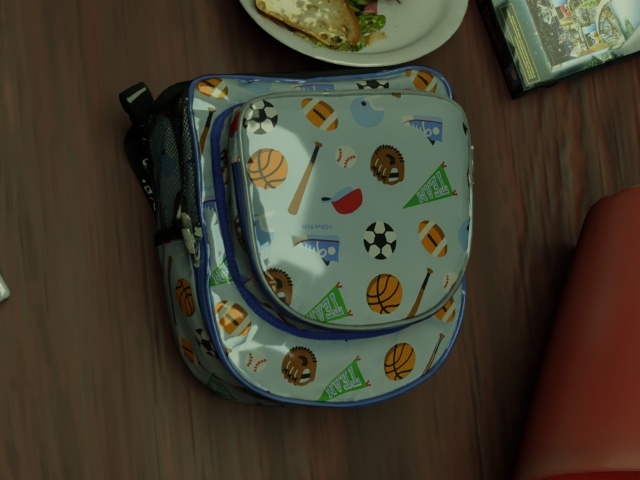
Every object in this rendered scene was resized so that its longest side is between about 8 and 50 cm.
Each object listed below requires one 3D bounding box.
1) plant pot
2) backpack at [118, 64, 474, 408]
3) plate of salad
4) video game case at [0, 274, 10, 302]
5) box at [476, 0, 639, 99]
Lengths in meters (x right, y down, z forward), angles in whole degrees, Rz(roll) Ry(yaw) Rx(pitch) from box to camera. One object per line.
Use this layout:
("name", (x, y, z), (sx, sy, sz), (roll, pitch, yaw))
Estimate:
("plant pot", (0.295, 0.098, 1.445), (0.275, 0.275, 0.243), (12, 70, -12))
("backpack", (0.000, 0.000, 1.411), (0.277, 0.213, 0.263), (-4, 93, -17))
("plate of salad", (0.025, -0.223, 1.492), (0.200, 0.048, 0.199), (5, 53, -7))
("video game case", (-0.381, -0.006, 1.401), (0.206, 0.026, 0.227), (-29, 90, -16))
("box", (0.200, -0.256, 1.566), (0.159, 0.044, 0.233), (-19, 86, -9))
